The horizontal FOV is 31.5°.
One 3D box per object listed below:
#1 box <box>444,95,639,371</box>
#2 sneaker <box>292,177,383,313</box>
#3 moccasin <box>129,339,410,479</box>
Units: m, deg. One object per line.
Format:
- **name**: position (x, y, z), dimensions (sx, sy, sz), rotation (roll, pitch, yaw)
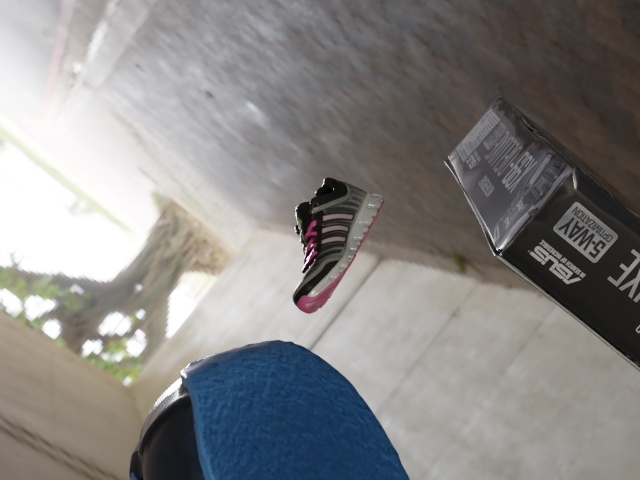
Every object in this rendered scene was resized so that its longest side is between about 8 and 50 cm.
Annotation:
- **box**: position (0.220, 0.015, 0.836), dimensions (0.242, 0.076, 0.307), rotation (38, -168, -10)
- **sneaker**: position (0.000, 0.000, 1.123), dimensions (0.074, 0.170, 0.063), rotation (30, 141, -1)
- **moccasin**: position (0.021, 0.209, 0.448), dimensions (0.117, 0.137, 0.342), rotation (-37, 67, 50)
